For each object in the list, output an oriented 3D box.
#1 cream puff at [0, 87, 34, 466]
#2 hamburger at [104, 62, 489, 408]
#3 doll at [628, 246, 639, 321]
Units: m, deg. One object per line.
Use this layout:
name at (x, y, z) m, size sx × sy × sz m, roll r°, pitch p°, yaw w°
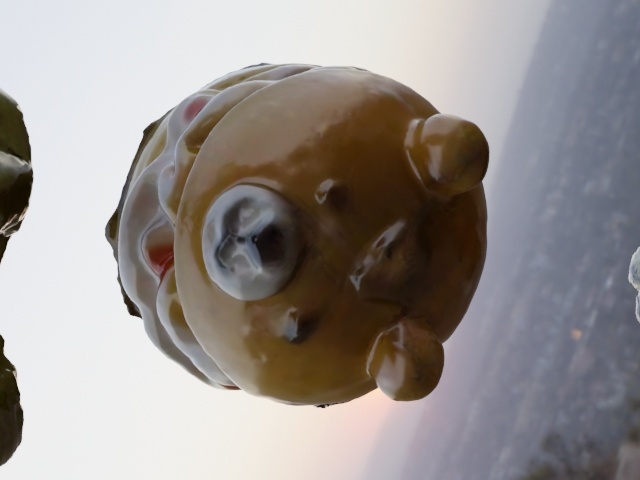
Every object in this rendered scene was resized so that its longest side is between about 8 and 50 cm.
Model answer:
cream puff at (-0.261, 0.003, 0.686) m, size 0.274 × 0.270 × 0.323 m, roll -55°, pitch -23°, yaw 7°
hamburger at (0.000, 0.000, 0.970) m, size 0.237 × 0.276 × 0.276 m, roll 19°, pitch 91°, yaw 60°
doll at (0.364, -0.020, 1.016) m, size 0.278 × 0.149 × 0.175 m, roll -35°, pitch 47°, yaw 22°
